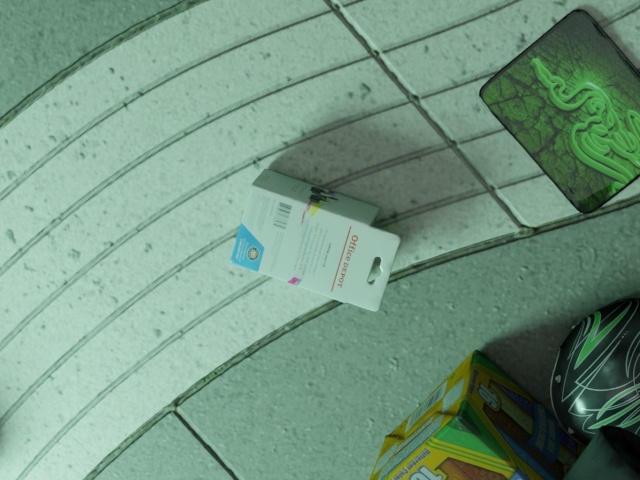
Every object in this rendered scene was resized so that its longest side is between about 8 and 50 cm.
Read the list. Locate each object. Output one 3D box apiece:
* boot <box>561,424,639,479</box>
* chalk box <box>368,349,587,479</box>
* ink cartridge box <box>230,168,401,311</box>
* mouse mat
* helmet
[{"bbox_3d":[0.181,0.362,1.569,0.367,0.146,0.445,34,119,-8],"label":"boot"},{"bbox_3d":[0.217,0.306,1.716,0.289,0.179,0.180,41,115,-3],"label":"chalk box"},{"bbox_3d":[0.000,0.000,1.720,0.181,0.061,0.104,20,114,7],"label":"ink cartridge box"},{"bbox_3d":[0.285,-0.138,1.629,0.152,0.007,0.190,-40,97,23],"label":"mouse mat"},{"bbox_3d":[0.337,0.148,1.636,0.169,0.161,0.169,5,111,12],"label":"helmet"}]
